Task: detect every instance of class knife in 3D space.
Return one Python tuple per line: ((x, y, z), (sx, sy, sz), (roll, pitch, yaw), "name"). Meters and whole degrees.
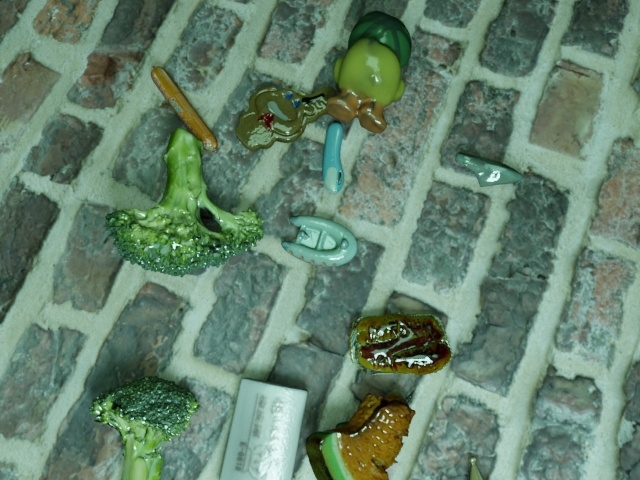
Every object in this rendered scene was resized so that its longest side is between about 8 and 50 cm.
((0.040, -0.240, 1.477), (0.064, 0.031, 0.222), (2, 73, 5), "knife")

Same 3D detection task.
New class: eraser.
((-0.139, 0.492, 1.271), (0.174, 0.095, 0.270), (10, 76, 6), "eraser")

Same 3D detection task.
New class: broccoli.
((-0.397, -0.089, 1.340), (0.353, 0.275, 0.397), (-24, 86, -49), "broccoli")
((-0.403, 0.512, 1.225), (0.252, 0.221, 0.361), (-18, 87, 3), "broccoli")

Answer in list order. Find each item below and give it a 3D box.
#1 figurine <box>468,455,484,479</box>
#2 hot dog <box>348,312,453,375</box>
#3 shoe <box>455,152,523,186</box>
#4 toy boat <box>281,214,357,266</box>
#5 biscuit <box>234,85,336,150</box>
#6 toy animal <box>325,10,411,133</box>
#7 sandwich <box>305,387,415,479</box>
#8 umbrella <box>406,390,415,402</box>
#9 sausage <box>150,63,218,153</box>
((0.387, 0.715, 1.187), (0.207, 0.166, 0.386), (-5, 71, -36), "figurine")
((0.206, 0.267, 1.327), (0.271, 0.082, 0.162), (-1, 75, 1), "hot dog")
((0.468, -0.191, 1.449), (0.195, 0.079, 0.078), (20, 113, -3), "shoe")
((0.000, 0.000, 1.397), (0.208, 0.079, 0.134), (18, 75, 7), "toy boat")
((-0.102, -0.378, 1.507), (0.320, 0.047, 0.183), (-15, 80, -4), "biscuit")
((0.151, -0.498, 1.454), (0.216, 0.191, 0.338), (19, 76, 1), "toy animal")
((0.103, 0.481, 1.243), (0.301, 0.162, 0.250), (-40, 108, -21), "sandwich")
((0.207, 0.437, 1.320), (0.122, 0.013, 0.022), (-43, 60, -7), "umbrella")
((-0.404, -0.389, 1.506), (0.053, 0.053, 0.347), (-35, 79, -7), "sausage")
